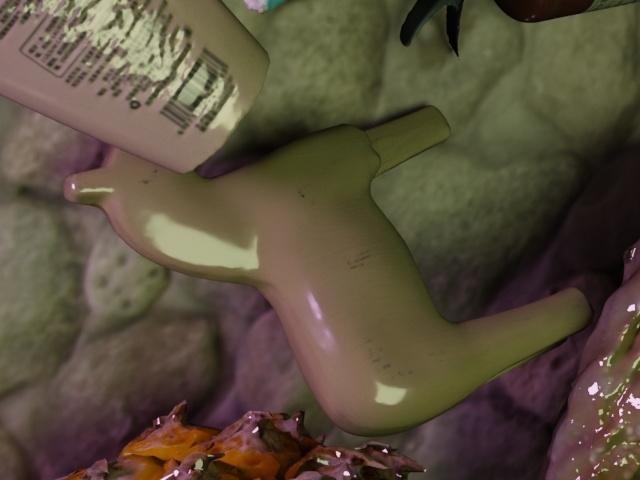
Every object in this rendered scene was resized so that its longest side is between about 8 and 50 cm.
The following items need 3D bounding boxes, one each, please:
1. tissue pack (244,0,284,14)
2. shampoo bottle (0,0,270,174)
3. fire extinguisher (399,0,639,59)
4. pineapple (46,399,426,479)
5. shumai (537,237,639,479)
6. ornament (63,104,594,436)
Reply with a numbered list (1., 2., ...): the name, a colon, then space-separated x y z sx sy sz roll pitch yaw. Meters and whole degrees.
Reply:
1. tissue pack: 0.008 -0.273 0.973 0.271 0.124 0.201 -38 122 -9
2. shampoo bottle: -0.148 -0.134 0.960 0.257 0.078 0.127 36 97 -23
3. fire extinguisher: 0.155 -0.158 1.131 0.231 0.071 0.099 -15 143 -21
4. pineapple: -0.028 0.259 1.052 0.352 0.300 0.352 -9 113 -23
5. shumai: 0.280 0.126 1.142 0.314 0.262 0.267 -62 161 -3
6. ornament: 0.000 0.000 1.068 0.245 0.061 0.230 -23 80 -30
